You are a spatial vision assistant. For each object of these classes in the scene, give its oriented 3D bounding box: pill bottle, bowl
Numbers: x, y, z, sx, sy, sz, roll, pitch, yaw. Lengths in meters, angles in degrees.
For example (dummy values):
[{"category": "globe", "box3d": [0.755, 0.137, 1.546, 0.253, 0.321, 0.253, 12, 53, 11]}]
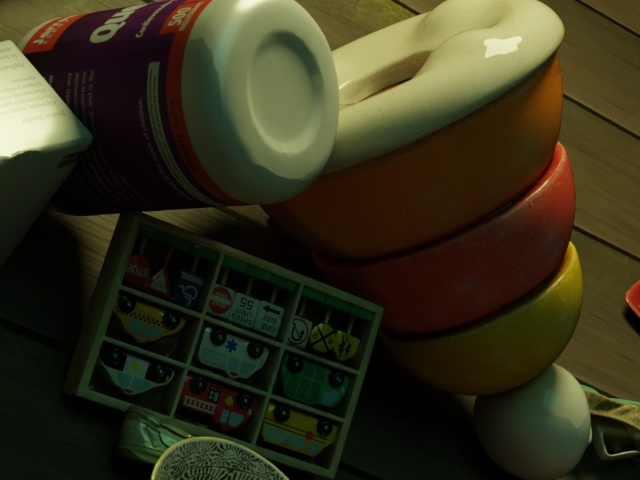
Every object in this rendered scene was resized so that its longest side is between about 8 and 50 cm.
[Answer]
[{"category": "pill bottle", "box3d": [-0.155, -0.115, 1.623, 0.181, 0.323, 0.181, 5, 84, -52]}, {"category": "bowl", "box3d": [-0.085, 0.250, 1.509, 0.170, 0.080, 0.170, 27, 36, -22]}]

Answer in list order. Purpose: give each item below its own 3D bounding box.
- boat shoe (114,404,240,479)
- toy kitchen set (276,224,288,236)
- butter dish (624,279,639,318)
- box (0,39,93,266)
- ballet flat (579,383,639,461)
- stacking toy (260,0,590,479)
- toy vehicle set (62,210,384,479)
[{"category": "boat shoe", "box3d": [-0.101, 0.180, 1.587, 0.153, 0.056, 0.048, 17, 75, -24]}, {"category": "toy kitchen set", "box3d": [0.000, 0.000, 1.934, 0.083, 0.075, 0.068, -12, 47, -5]}, {"category": "butter dish", "box3d": [0.474, 0.078, 2.262, 0.160, 0.118, 0.160, 48, 32, 9]}, {"category": "box", "box3d": [-0.316, -0.052, 1.522, 0.119, 0.182, 0.181, 49, 33, 13]}, {"category": "ballet flat", "box3d": [0.288, 0.196, 1.981, 0.206, 0.073, 0.067, 14, 56, -32]}, {"category": "stacking toy", "box3d": [0.141, 0.033, 1.809, 0.480, 0.350, 0.350, 66, 29, -15]}, {"category": "toy vehicle set", "box3d": [-0.081, 0.095, 1.643, 0.267, 0.035, 0.166, 22, 78, -28]}]
